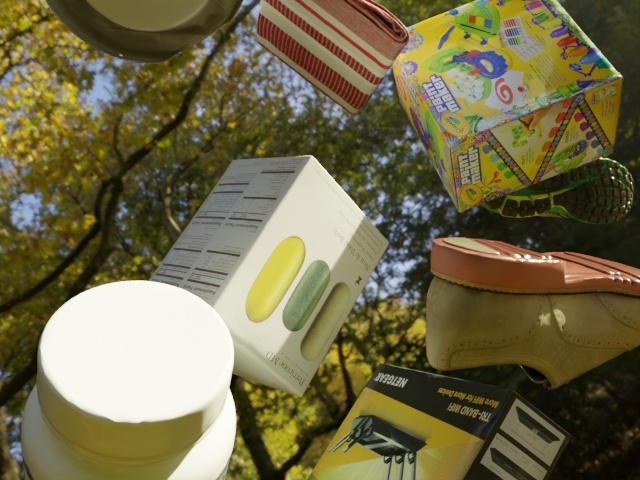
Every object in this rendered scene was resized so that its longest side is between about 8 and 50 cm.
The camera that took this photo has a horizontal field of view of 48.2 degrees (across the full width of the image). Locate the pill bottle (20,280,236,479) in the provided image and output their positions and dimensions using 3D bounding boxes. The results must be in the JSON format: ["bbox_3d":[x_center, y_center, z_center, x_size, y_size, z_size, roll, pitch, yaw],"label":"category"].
[{"bbox_3d":[-0.198,0.230,0.742,0.204,0.204,0.361,-23,-38,-40],"label":"pill bottle"}]

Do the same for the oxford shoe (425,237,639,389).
[{"bbox_3d":[0.248,0.080,0.715,0.348,0.123,0.130,9,-83,-22],"label":"oxford shoe"}]

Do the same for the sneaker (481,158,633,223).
[{"bbox_3d":[0.486,-0.109,1.491,0.343,0.134,0.146,4,5,-8],"label":"sneaker"}]

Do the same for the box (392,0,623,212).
[{"bbox_3d":[0.298,-0.249,1.205,0.279,0.290,0.177,-21,-37,2],"label":"box"}]

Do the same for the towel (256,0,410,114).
[{"bbox_3d":[0.006,-0.330,1.154,0.037,0.237,0.329,-52,2,-12],"label":"towel"}]

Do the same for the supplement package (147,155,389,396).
[{"bbox_3d":[-0.079,0.044,1.022,0.199,0.198,0.263,46,-115,-32],"label":"supplement package"}]

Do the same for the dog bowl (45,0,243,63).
[{"bbox_3d":[-0.271,-0.460,1.122,0.349,0.348,0.102,-47,13,19],"label":"dog bowl"}]

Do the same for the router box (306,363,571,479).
[{"bbox_3d":[0.087,0.262,0.756,0.243,0.081,0.309,-56,12,-15],"label":"router box"}]
